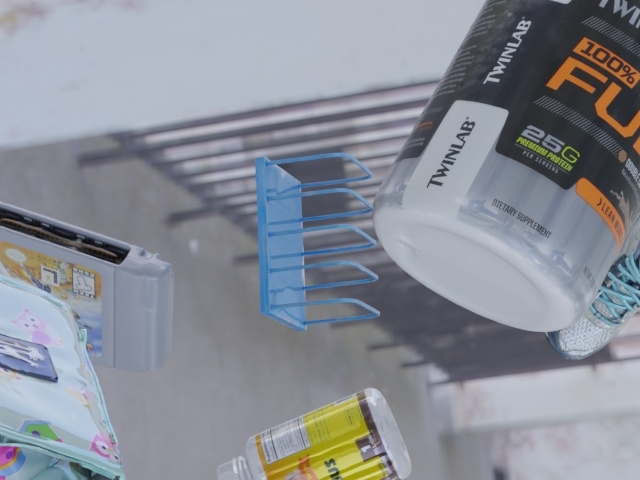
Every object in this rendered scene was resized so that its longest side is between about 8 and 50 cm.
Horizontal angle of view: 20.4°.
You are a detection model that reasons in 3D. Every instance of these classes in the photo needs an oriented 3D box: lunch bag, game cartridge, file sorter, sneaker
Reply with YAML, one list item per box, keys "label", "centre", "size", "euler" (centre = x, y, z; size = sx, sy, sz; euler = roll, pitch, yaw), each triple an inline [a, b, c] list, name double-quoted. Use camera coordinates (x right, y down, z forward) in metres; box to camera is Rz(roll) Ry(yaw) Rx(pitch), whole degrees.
- label: "lunch bag"
  centre: [-0.269, 0.126, 1.171]
  size: [0.223, 0.262, 0.160]
  euler: [-123, -158, -56]
- label: "game cartridge"
  centre: [-0.328, 0.061, 2.248]
  size: [0.062, 0.297, 0.198]
  euler: [-59, 162, -48]
- label: "file sorter"
  centre: [0.000, 0.000, 1.917]
  size: [0.118, 0.104, 0.170]
  euler: [33, 52, -68]
- label: "sneaker"
  centre: [0.361, 0.027, 2.075]
  size: [0.110, 0.283, 0.122]
  euler: [33, 12, -12]

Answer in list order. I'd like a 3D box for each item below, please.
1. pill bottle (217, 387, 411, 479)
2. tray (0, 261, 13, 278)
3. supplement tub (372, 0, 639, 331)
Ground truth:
- label: "pill bottle"
  centre: [-0.009, 0.265, 2.110]
  size: [0.117, 0.215, 0.117]
  euler: [-23, 90, -86]
- label: "tray"
  centre: [-0.433, 0.067, 1.817]
  size: [0.145, 0.270, 0.030]
  euler: [62, 17, -47]
- label: "supplement tub"
  centre: [0.204, -0.108, 1.552]
  size: [0.338, 0.207, 0.207]
  euler: [-61, 154, -18]
